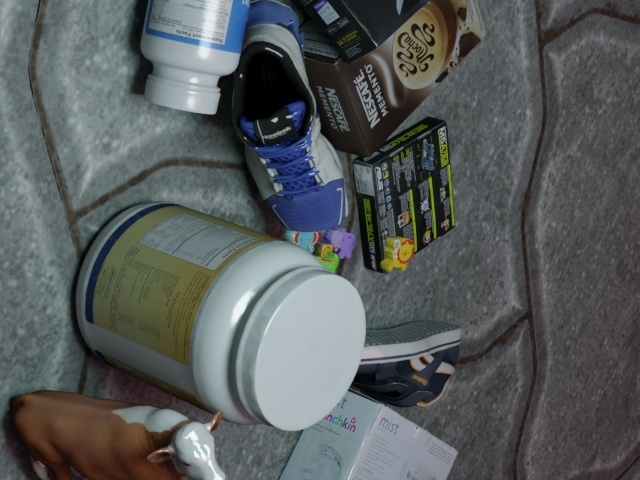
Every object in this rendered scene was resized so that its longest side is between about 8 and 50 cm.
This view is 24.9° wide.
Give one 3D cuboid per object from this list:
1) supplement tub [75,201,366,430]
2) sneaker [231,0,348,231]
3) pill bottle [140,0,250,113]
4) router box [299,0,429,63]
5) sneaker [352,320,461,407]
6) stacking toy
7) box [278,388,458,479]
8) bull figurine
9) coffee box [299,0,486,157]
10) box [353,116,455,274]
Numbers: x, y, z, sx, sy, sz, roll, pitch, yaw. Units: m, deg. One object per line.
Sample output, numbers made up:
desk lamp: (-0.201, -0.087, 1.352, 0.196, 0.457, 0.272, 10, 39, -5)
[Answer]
supplement tub: (-0.123, 0.093, 1.780, 0.228, 0.316, 0.228, -22, 121, -43)
sneaker: (-0.055, -0.135, 1.858, 0.182, 0.127, 0.315, -88, 164, -63)
pill bottle: (-0.151, -0.271, 1.759, 0.124, 0.124, 0.221, 1, 105, -50)
router box: (0.075, -0.420, 1.909, 0.309, 0.081, 0.243, -44, 101, -29)
sneaker: (0.115, 0.201, 2.254, 0.321, 0.126, 0.127, -1, 100, -51)
stacking toy: (0.000, 0.000, 2.008, 0.221, 0.167, 0.052, -2, 106, -49)
box: (0.072, 0.378, 2.273, 0.262, 0.127, 0.231, 35, 76, -49)
bull figurine: (-0.230, 0.260, 1.743, 0.101, 0.310, 0.188, -52, 144, -42)
coffee box: (0.091, -0.278, 2.041, 0.297, 0.119, 0.168, -47, 135, -27)
box: (0.133, -0.070, 2.234, 0.184, 0.045, 0.190, -34, 128, -40)
